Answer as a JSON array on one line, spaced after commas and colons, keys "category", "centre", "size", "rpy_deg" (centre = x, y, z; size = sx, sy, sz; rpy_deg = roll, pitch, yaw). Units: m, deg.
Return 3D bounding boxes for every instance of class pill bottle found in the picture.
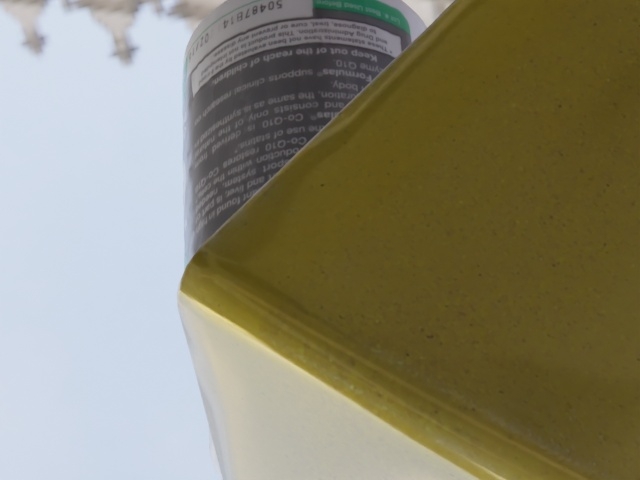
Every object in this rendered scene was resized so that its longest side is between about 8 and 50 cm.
[{"category": "pill bottle", "centre": [0.000, 0.000, 1.437], "size": [0.204, 0.204, 0.361], "rpy_deg": [-7, -126, 6]}]

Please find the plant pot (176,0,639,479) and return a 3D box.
[{"category": "plant pot", "centre": [0.106, 0.048, 0.610], "size": [0.187, 0.212, 0.212], "rpy_deg": [34, -115, 24]}]
